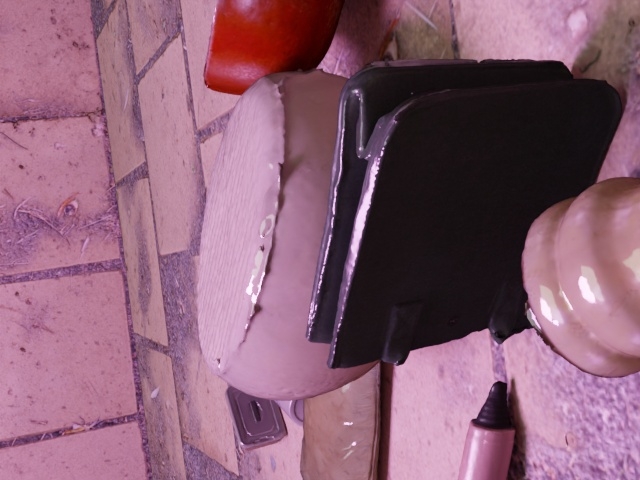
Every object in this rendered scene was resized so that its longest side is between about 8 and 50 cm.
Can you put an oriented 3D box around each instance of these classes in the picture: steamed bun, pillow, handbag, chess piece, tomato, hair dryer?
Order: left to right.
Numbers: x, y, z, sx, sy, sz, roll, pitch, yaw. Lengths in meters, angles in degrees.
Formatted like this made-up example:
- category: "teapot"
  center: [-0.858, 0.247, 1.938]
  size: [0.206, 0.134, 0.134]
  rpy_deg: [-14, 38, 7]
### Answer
- category: "tomato"
  center: [-0.034, -0.322, 0.998]
  size: [0.338, 0.143, 0.338]
  rpy_deg: [-165, 90, -86]
- category: "steamed bun"
  center: [0.000, 0.000, 0.941]
  size: [0.374, 0.241, 0.375]
  rpy_deg: [-169, 90, -71]
- category: "pillow"
  center: [0.023, 0.258, 1.175]
  size: [0.185, 0.074, 0.303]
  rpy_deg: [25, 120, 53]
- category: "hair dryer"
  center: [0.140, 0.311, 0.854]
  size: [0.106, 0.189, 0.344]
  rpy_deg: [-165, 84, -67]
- category: "handbag"
  center: [0.116, -0.018, 0.689]
  size: [0.079, 0.247, 0.260]
  rpy_deg: [44, 134, 46]
- category: "chess piece"
  center: [0.262, -0.008, 0.527]
  size: [0.261, 0.142, 0.143]
  rpy_deg: [-39, 61, 55]

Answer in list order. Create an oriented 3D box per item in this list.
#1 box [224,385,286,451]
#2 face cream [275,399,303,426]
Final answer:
- category: "box"
  center: [-0.121, 0.324, 1.513]
  size: [0.062, 0.089, 0.122]
  rpy_deg: [103, 151, -57]
- category: "face cream"
  center: [-0.068, 0.219, 1.370]
  size: [0.250, 0.077, 0.077]
  rpy_deg: [-148, 55, -60]
